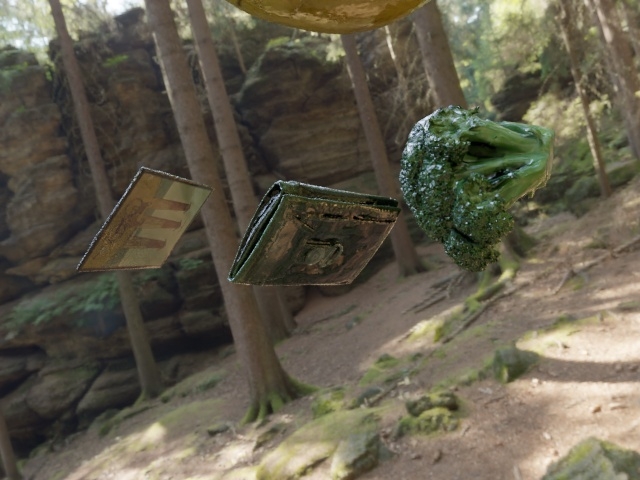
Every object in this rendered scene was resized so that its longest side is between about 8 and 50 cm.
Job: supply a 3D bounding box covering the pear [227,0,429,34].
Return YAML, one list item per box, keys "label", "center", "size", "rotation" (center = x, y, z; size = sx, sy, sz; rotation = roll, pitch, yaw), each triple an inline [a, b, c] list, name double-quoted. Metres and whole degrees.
- label: "pear"
  center: [0.008, -0.356, 0.506]
  size: [0.348, 0.348, 0.348]
  rotation: [-16, -2, -1]

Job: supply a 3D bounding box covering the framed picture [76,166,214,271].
- label: "framed picture"
  center: [-0.365, -0.036, 1.238]
  size: [0.244, 0.013, 0.324]
  rotation: [-54, -12, 7]

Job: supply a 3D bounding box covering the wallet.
- label: "wallet"
  center: [0.001, 0.002, 0.788]
  size: [0.236, 0.055, 0.160]
  rotation: [5, -54, -44]

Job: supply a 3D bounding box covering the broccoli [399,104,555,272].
- label: "broccoli"
  center: [0.257, -0.103, 0.935]
  size: [0.245, 0.294, 0.265]
  rotation: [-7, -36, 32]
